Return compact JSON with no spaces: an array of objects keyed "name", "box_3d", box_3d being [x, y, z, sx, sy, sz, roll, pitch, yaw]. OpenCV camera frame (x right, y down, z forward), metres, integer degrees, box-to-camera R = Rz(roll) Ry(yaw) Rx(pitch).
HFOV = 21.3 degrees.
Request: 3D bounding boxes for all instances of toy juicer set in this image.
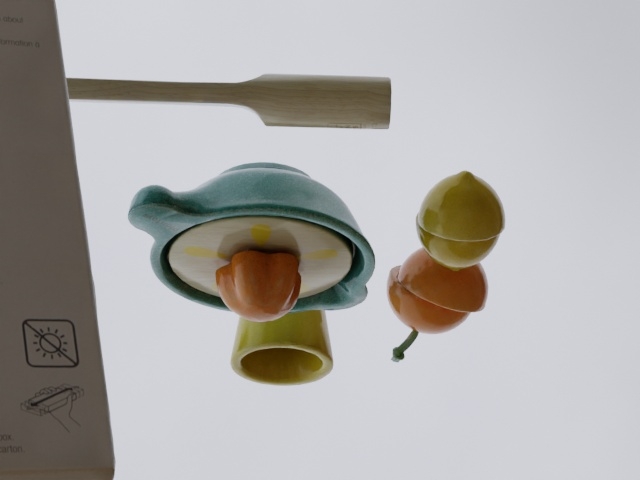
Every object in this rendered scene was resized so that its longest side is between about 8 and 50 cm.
[{"name":"toy juicer set","box_3d":[0.000,0.000,1.011,0.329,0.209,0.089,56,-150,-56]}]

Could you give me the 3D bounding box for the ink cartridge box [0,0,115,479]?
[{"name":"ink cartridge box","box_3d":[-0.172,-0.060,0.572,0.165,0.065,0.332,3,-120,-23]}]
